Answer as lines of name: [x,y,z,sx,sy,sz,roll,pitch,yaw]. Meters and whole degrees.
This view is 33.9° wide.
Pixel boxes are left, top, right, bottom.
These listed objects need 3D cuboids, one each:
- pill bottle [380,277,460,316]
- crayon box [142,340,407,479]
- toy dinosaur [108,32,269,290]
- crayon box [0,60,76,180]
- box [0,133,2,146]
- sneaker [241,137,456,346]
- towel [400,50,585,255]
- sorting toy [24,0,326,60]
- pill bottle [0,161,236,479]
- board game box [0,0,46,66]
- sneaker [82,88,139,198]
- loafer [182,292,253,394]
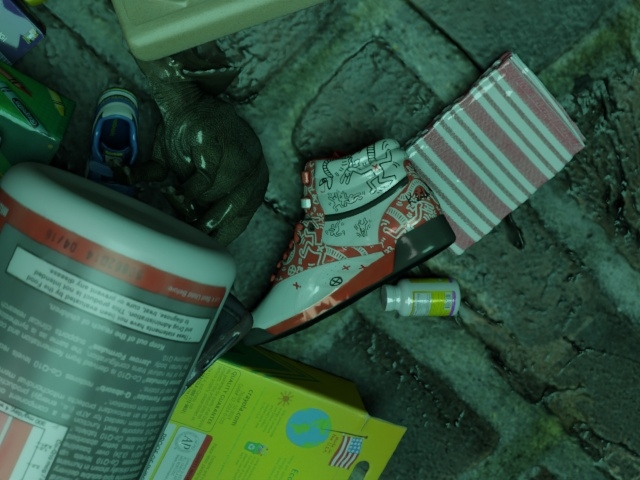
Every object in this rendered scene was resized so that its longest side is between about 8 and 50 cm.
pill bottle: [0.111,0.063,1.175,0.083,0.043,0.043,0,111,-11]
crayon box: [-0.090,0.224,1.178,0.319,0.081,0.202,24,104,-18]
toy dinosaur: [-0.104,-0.066,1.036,0.160,0.121,0.313,-49,132,-26]
crayon box: [-0.367,-0.052,0.973,0.165,0.081,0.278,29,120,-19]
box: [-0.579,0.070,0.830,0.480,0.297,0.471,23,123,-15]
sneaker: [0.001,0.000,1.112,0.270,0.090,0.145,-32,81,27]
towel: [0.174,-0.091,1.138,0.197,0.029,0.144,-42,113,10]
sorting toy: [-0.151,-0.285,0.946,0.307,0.041,0.229,-20,90,-3]
pill bottle: [-0.234,0.136,0.882,0.210,0.210,0.362,24,93,-19]
board game box: [-0.364,-0.210,0.968,0.141,0.048,0.170,-39,114,7]
sneaker: [-0.209,-0.076,1.047,0.053,0.059,0.144,1,112,-14]
loafer: [-0.178,0.170,1.042,0.095,0.109,0.302,31,99,-24]
